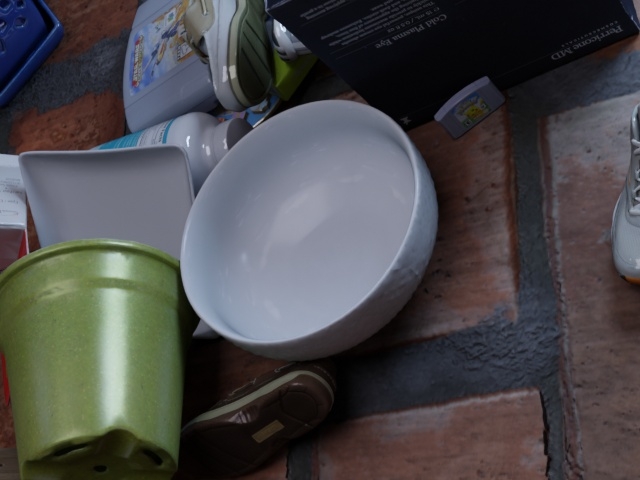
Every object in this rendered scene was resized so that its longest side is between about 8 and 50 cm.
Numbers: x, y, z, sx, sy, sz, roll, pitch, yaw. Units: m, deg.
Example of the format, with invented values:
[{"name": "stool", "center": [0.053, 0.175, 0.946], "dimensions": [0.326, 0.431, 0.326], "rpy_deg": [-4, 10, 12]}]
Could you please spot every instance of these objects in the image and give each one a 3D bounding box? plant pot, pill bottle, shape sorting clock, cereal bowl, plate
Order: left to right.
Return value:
[{"name": "plant pot", "center": [-0.613, -0.387, 1.922], "dimensions": [0.236, 0.212, 0.236], "rpy_deg": [-48, 50, 6]}, {"name": "plant pot", "center": [-0.273, 0.181, 1.320], "dimensions": [0.276, 0.276, 0.254], "rpy_deg": [-30, 45, 20]}, {"name": "plate", "center": [-0.270, 0.000, 1.489], "dimensions": [0.278, 0.045, 0.277], "rpy_deg": [-1, 109, 26]}, {"name": "pill bottle", "center": [-0.212, -0.096, 1.535], "dimensions": [0.264, 0.146, 0.146], "rpy_deg": [-14, 60, 29]}, {"name": "shape sorting clock", "center": [-0.129, -0.235, 1.614], "dimensions": [0.206, 0.040, 0.206], "rpy_deg": [-16, 60, 29]}, {"name": "cereal bowl", "center": [0.000, 0.000, 1.332], "dimensions": [0.339, 0.141, 0.339], "rpy_deg": [-16, 56, 26]}]

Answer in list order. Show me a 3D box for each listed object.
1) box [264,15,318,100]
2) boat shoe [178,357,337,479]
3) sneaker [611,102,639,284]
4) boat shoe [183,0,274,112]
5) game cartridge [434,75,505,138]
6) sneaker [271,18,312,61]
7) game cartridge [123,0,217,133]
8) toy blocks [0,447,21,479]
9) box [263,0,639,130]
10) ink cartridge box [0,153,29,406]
[{"name": "box", "center": [-0.044, -0.296, 1.557], "dimensions": [0.109, 0.042, 0.178], "rpy_deg": [27, 76, 31]}, {"name": "boat shoe", "center": [-0.077, 0.218, 1.338], "dimensions": [0.257, 0.095, 0.095], "rpy_deg": [-28, 19, 30]}, {"name": "sneaker", "center": [0.356, -0.085, 1.141], "dimensions": [0.099, 0.121, 0.262], "rpy_deg": [8, 73, 39]}, {"name": "boat shoe", "center": [-0.132, -0.287, 1.503], "dimensions": [0.103, 0.113, 0.302], "rpy_deg": [-16, 47, 16]}, {"name": "game cartridge", "center": [0.186, -0.167, 1.346], "dimensions": [0.083, 0.056, 0.017], "rpy_deg": [-38, 45, 15]}, {"name": "sneaker", "center": [0.005, -0.357, 1.504], "dimensions": [0.132, 0.086, 0.229], "rpy_deg": [-4, 71, 14]}, {"name": "game cartridge", "center": [-0.226, -0.297, 1.678], "dimensions": [0.198, 0.062, 0.297], "rpy_deg": [-25, 49, 27]}, {"name": "toy blocks", "center": [-0.366, 0.385, 1.301], "dimensions": [0.381, 0.261, 0.191], "rpy_deg": [47, 116, 40]}, {"name": "box", "center": [0.153, -0.326, 1.280], "dimensions": [0.343, 0.312, 0.179], "rpy_deg": [-21, 57, 26]}, {"name": "ink cartridge box", "center": [-0.482, 0.063, 1.594], "dimensions": [0.296, 0.066, 0.261], "rpy_deg": [119, 147, -46]}]
